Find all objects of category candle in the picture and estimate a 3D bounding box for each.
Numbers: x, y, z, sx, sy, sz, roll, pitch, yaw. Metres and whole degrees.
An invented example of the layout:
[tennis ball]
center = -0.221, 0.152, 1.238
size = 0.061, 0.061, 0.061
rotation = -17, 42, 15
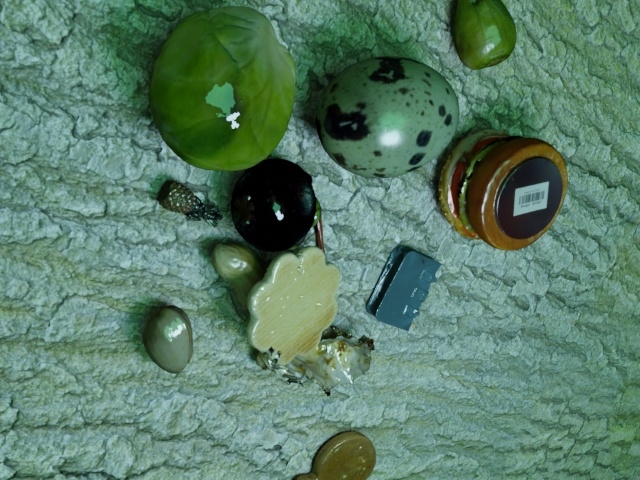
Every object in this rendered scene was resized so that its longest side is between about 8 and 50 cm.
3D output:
[candle]
center = -0.001, 0.000, 1.681
size = 0.026, 0.021, 0.168
rotation = -26, 119, -42

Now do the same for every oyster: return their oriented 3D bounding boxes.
[oyster]
center = -0.015, 0.326, 1.723
size = 0.336, 0.133, 0.198
rotation = 2, 107, -27

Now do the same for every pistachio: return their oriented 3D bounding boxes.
[pistachio]
center = -0.357, 0.236, 1.504
size = 0.124, 0.124, 0.185
rotation = -26, 124, -19

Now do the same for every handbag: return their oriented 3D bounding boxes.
[handbag]
center = 0.248, 0.141, 1.849
size = 0.179, 0.062, 0.229
rotation = 22, 96, -36

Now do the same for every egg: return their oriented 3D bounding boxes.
[egg]
center = 0.165, -0.293, 1.513
size = 0.379, 0.287, 0.288
rotation = -5, 110, -36

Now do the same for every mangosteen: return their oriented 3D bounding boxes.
[mangosteen]
center = -0.100, -0.082, 1.493
size = 0.242, 0.243, 0.243
rotation = -10, 112, -26

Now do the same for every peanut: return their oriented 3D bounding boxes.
[peanut]
center = -0.180, 0.092, 1.558
size = 0.120, 0.110, 0.236
rotation = -51, 125, -11

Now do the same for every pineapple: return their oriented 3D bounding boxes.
[pineapple]
center = -0.296, -0.080, 1.462
size = 0.159, 0.074, 0.074
rotation = 31, 91, -36

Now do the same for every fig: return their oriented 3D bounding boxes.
[fig]
center = 0.429, -0.560, 1.642
size = 0.167, 0.167, 0.234
rotation = -24, 124, -20

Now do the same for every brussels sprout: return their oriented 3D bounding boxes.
[brussels sprout]
center = -0.211, -0.313, 1.326
size = 0.344, 0.268, 0.344
rotation = -6, 99, -47

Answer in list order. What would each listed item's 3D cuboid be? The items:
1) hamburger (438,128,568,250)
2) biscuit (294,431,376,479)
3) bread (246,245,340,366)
[hamburger]
center = 0.499, -0.146, 1.773
size = 0.329, 0.250, 0.330
rotation = -10, 114, -23
[biscuit]
center = 0.036, 0.749, 1.948
size = 0.275, 0.052, 0.355
rotation = 25, 93, -34
[bread]
center = -0.068, 0.160, 1.565
size = 0.316, 0.054, 0.316
rotation = -18, 116, -40
